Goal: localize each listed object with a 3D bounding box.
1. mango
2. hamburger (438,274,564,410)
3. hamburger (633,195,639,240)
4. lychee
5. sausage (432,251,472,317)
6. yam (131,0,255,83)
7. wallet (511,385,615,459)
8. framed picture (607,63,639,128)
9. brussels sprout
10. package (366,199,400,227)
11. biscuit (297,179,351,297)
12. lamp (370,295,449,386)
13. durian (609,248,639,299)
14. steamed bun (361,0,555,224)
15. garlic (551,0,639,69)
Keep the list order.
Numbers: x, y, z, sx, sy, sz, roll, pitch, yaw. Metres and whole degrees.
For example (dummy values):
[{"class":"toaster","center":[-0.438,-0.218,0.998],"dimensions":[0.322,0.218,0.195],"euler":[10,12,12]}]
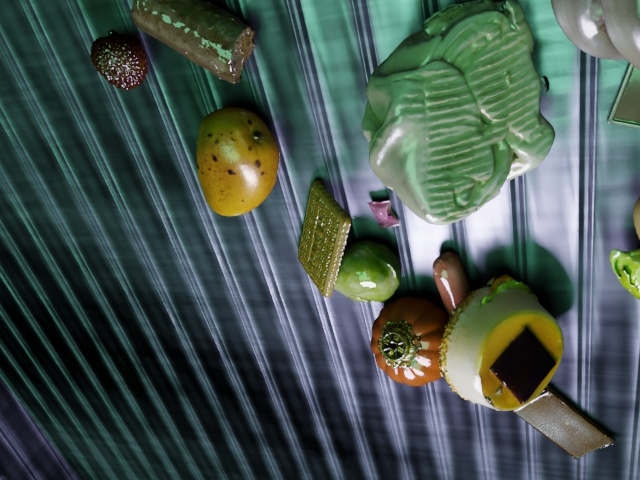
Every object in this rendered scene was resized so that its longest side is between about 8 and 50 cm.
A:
[{"class":"mango","center":[-0.192,-0.169,1.316],"dimensions":[0.191,0.160,0.290],"euler":[17,134,-1]},{"class":"hamburger","center":[0.407,0.240,1.303],"dimensions":[0.276,0.294,0.179],"euler":[42,175,-27]},{"class":"hamburger","center":[0.663,-0.038,1.056],"dimensions":[0.175,0.175,0.137],"euler":[46,142,-14]},{"class":"lychee","center":[-0.442,-0.401,1.268],"dimensions":[0.123,0.123,0.129],"euler":[-15,125,30]},{"class":"sausage","center":[0.320,0.113,1.361],"dimensions":[0.077,0.077,0.194],"euler":[-12,118,29]},{"class":"yam","center":[-0.251,-0.429,1.162],"dimensions":[0.238,0.129,0.128],"euler":[31,131,0]},{"class":"wallet","center":[0.647,0.488,1.527],"dimensions":[0.243,0.039,0.133],"euler":[38,123,-6]},{"class":"framed picture","center":[0.635,-0.256,0.999],"dimensions":[0.203,0.015,0.150],"euler":[14,128,13]},{"class":"brussels sprout","center":[0.107,0.071,1.388],"dimensions":[0.183,0.131,0.145],"euler":[15,151,13]},{"class":"package","center":[0.149,-0.063,1.332],"dimensions":[0.059,0.029,0.083],"euler":[-5,131,29]},{"class":"biscuit","center":[0.000,0.000,1.368],"dimensions":[0.172,0.029,0.254],"euler":[53,143,40]},{"class":"lamp","center":[0.230,0.249,1.420],"dimensions":[0.223,0.196,0.223],"euler":[0,89,37]},{"class":"durian","center":[0.710,0.074,1.153],"dimensions":[0.250,0.101,0.139],"euler":[11,129,16]},{"class":"steamed bun","center":[0.234,-0.233,1.040],"dimensions":[0.347,0.237,0.394],"euler":[17,99,-24]},{"class":"garlic","center":[0.518,-0.371,0.888],"dimensions":[0.340,0.231,0.246],"euler":[28,87,-19]}]
